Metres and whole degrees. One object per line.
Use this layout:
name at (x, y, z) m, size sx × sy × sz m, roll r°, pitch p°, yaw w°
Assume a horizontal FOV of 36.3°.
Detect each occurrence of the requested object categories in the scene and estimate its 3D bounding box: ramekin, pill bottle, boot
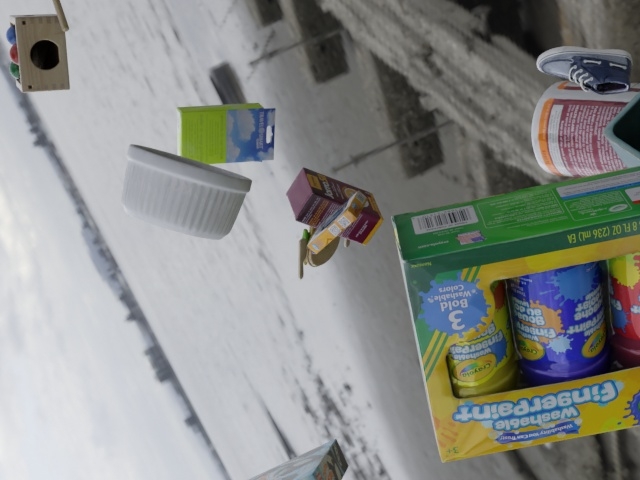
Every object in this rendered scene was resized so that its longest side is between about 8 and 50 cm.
ramekin at (-0.223, -0.076, 1.582) m, size 0.207 × 0.207 × 0.109 m, roll -151°, pitch 77°, yaw -71°
pill bottle at (0.688, -0.235, 2.156) m, size 0.392 × 0.224 × 0.224 m, roll 12°, pitch 134°, yaw 45°
boot at (0.533, -0.341, 1.980) m, size 0.069 × 0.190 × 0.086 m, roll 67°, pitch -151°, yaw -51°

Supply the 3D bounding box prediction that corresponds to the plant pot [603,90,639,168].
plant pot at (0.702, -0.164, 1.763) m, size 0.247 × 0.248 × 0.252 m, roll 44°, pitch -179°, yaw 34°

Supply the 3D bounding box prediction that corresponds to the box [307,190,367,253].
box at (0.027, -0.030, 1.831) m, size 0.028 × 0.136 × 0.081 m, roll 44°, pitch -146°, yaw -10°

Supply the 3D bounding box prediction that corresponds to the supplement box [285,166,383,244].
supplement box at (0.031, -0.074, 2.127) m, size 0.188 × 0.081 × 0.104 m, roll 19°, pitch -150°, yaw -28°

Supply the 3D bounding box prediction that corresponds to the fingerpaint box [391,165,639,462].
fingerpaint box at (0.361, 0.111, 1.474) m, size 0.163 × 0.445 × 0.371 m, roll -94°, pitch -8°, yaw -62°

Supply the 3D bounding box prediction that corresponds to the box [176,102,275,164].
box at (-0.175, -0.197, 1.813) m, size 0.042 × 0.178 × 0.109 m, roll -130°, pitch 38°, yaw -58°

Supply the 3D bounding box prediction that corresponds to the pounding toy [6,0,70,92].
pounding toy at (-0.491, -0.362, 1.683) m, size 0.181 × 0.094 × 0.206 m, roll -147°, pitch 52°, yaw -64°

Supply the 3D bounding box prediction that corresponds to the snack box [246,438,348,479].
snack box at (-0.063, 0.411, 1.595) m, size 0.060 × 0.187 × 0.322 m, roll 64°, pitch -175°, yaw 5°

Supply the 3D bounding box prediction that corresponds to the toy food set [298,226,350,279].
toy food set at (0.000, 0.000, 2.301) m, size 0.038 × 0.192 × 0.132 m, roll 28°, pitch 133°, yaw 30°
